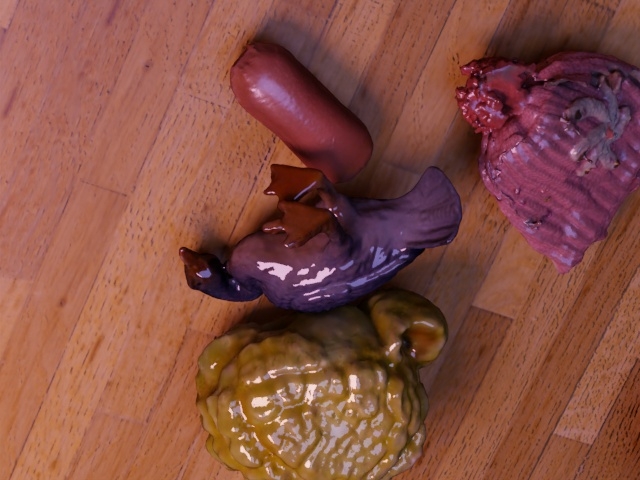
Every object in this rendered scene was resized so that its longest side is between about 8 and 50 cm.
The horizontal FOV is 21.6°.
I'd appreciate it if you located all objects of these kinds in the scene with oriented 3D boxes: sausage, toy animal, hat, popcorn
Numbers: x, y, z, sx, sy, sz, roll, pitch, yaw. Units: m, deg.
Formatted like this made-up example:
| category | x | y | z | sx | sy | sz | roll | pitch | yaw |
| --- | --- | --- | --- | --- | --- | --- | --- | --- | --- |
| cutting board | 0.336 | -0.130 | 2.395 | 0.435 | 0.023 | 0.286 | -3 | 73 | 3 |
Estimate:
| category | x | y | z | sx | sy | sz | roll | pitch | yaw |
| --- | --- | --- | --- | --- | --- | --- | --- | --- | --- |
| sausage | -0.020 | -0.133 | 1.756 | 0.077 | 0.077 | 0.194 | -46 | 119 | 4 |
| toy animal | 0.000 | 0.000 | 1.772 | 0.298 | 0.122 | 0.185 | -12 | 145 | -5 |
| hat | 0.262 | -0.113 | 1.844 | 0.286 | 0.107 | 0.236 | 34 | 88 | -33 |
| popcorn | 0.009 | 0.183 | 1.843 | 0.286 | 0.174 | 0.225 | -14 | 107 | -15 |
